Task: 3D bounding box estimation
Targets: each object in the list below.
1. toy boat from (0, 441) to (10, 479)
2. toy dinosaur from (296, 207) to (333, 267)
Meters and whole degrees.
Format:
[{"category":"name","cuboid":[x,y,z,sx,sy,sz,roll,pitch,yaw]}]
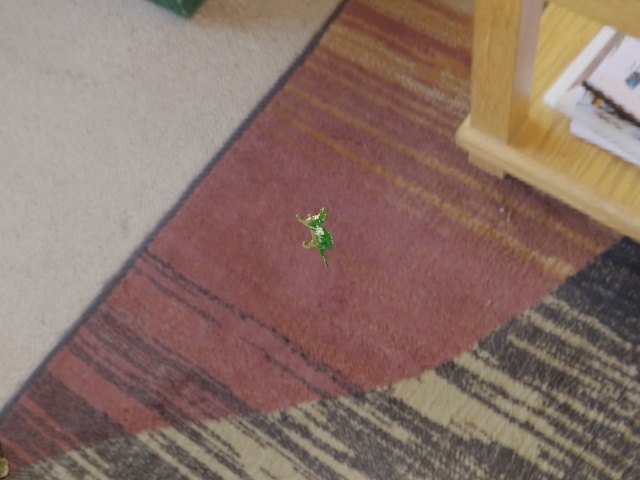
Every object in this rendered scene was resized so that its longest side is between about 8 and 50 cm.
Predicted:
[{"category":"toy boat","cuboid":[-0.144,0.044,0.259,0.061,0.137,0.060,11,80,41]},{"category":"toy dinosaur","cuboid":[0.000,0.000,1.410,0.029,0.119,0.060,-33,37,-29]}]
